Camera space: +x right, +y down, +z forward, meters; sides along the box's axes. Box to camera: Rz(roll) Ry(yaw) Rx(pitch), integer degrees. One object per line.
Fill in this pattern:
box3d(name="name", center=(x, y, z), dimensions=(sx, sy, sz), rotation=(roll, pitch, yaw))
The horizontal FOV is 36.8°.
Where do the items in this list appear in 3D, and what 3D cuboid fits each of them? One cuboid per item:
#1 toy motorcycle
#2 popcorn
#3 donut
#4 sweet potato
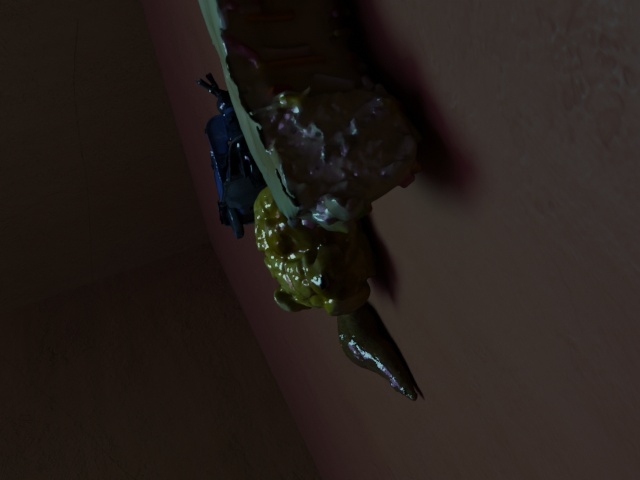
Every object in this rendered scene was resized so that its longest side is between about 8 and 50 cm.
box3d(name="toy motorcycle", center=(-0.142, -0.141, 1.703), dimensions=(0.358, 0.125, 0.213), rotation=(102, 149, -70))
box3d(name="popcorn", center=(-0.003, 0.009, 1.257), dimensions=(0.194, 0.140, 0.163), rotation=(56, 157, 20))
box3d(name="donut", center=(-0.022, -0.203, 0.910), dimensions=(0.307, 0.150, 0.371), rotation=(-134, 26, -67))
box3d(name="sweet potato", center=(0.066, 0.151, 1.334), dimensions=(0.226, 0.068, 0.068), rotation=(-123, 17, -49))
